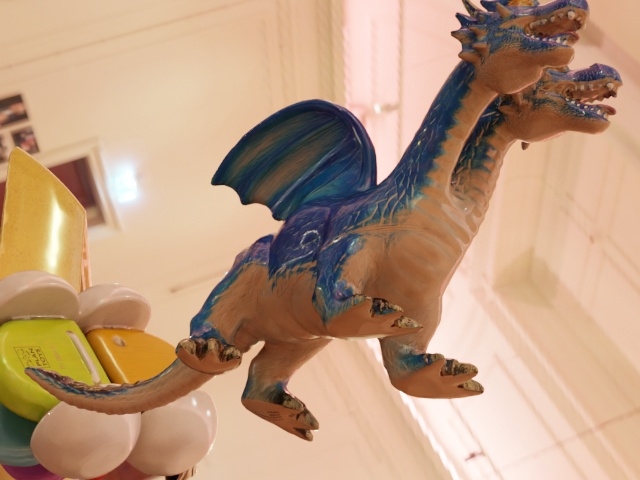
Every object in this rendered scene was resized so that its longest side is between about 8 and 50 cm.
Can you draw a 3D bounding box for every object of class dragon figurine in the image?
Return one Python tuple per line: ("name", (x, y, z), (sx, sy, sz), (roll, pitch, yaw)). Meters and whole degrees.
("dragon figurine", (0.000, 0.000, 0.438), (0.085, 0.289, 0.144), (38, 46, -32))

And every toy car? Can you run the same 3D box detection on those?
("toy car", (-0.178, 0.117, 0.732), (0.182, 0.136, 0.159), (16, 31, -55))

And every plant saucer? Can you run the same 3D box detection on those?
("plant saucer", (-0.301, 0.119, 1.112), (0.333, 0.080, 0.333), (107, -18, -60))

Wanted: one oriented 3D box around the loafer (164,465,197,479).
("loafer", (-0.182, 0.279, 1.269), (0.045, 0.039, 0.125), (39, -25, 21))
